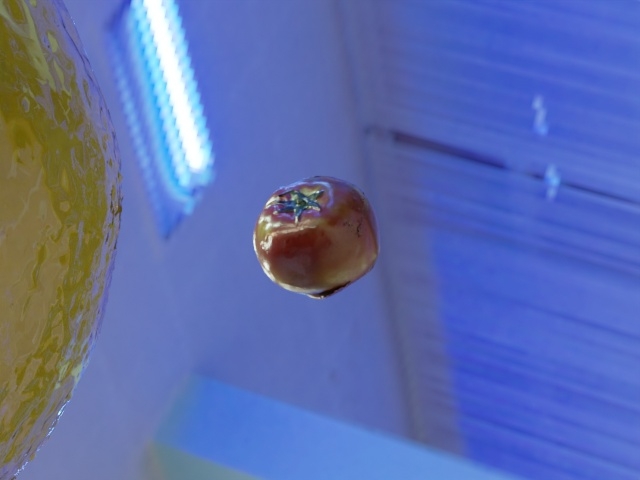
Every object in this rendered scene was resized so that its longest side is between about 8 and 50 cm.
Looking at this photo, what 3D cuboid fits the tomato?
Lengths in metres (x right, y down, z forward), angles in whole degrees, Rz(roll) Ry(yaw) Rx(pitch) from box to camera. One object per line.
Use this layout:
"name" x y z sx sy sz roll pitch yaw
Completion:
"tomato" 0.000 0.000 1.322 0.087 0.087 0.075 -50 -50 -41

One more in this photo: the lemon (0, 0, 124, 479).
"lemon" -0.243 -0.013 0.817 0.364 0.364 0.364 -44 -37 -48
